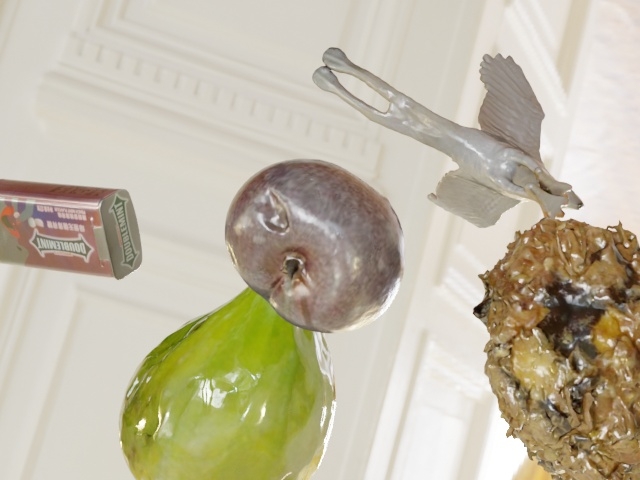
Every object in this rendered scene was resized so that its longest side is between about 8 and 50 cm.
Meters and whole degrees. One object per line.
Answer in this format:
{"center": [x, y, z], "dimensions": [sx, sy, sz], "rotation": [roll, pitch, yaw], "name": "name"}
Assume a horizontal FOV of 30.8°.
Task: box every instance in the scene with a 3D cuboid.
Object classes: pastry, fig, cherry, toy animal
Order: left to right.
{"center": [-0.101, 0.148, 1.210], "dimensions": [0.233, 0.233, 0.314], "rotation": [13, 128, 16], "name": "fig"}
{"center": [0.004, 0.002, 1.045], "dimensions": [0.176, 0.140, 0.176], "rotation": [28, -152, -16], "name": "cherry"}
{"center": [0.180, -0.128, 1.408], "dimensions": [0.284, 0.225, 0.302], "rotation": [19, -167, -39], "name": "toy animal"}
{"center": [0.262, 0.103, 1.075], "dimensions": [0.193, 0.275, 0.275], "rotation": [-17, 156, 23], "name": "pastry"}

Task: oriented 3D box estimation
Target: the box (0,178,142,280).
{"center": [-0.351, -0.018, 1.556], "dimensions": [0.224, 0.120, 0.069], "rotation": [4, -155, 30], "name": "box"}
